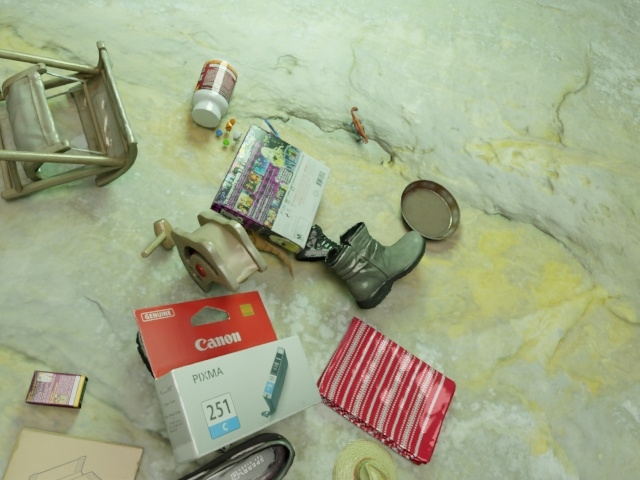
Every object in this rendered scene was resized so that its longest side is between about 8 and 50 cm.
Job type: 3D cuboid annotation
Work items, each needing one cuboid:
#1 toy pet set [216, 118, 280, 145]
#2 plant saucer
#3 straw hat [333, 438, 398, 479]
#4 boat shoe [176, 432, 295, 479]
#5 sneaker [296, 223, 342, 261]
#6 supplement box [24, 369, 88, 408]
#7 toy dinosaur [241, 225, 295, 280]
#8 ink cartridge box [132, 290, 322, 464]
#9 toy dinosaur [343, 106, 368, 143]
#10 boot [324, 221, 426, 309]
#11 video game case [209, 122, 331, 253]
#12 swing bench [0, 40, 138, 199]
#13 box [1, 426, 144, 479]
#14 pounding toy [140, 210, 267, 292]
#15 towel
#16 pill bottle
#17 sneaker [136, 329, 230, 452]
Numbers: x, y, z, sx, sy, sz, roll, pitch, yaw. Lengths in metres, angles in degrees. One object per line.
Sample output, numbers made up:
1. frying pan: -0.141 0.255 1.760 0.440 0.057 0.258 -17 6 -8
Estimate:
1. toy pet set: -0.162 -0.238 1.177 0.114 0.065 0.122 -37 77 7
2. plant saucer: 0.273 -0.075 1.250 0.168 0.029 0.168 7 66 -15
3. straw hat: 0.100 0.452 0.941 0.144 0.061 0.144 7 66 -15
4. boat shoe: -0.187 0.427 0.807 0.335 0.095 0.112 -29 78 -26
5. sneaker: -0.001 0.001 1.114 0.170 0.051 0.089 0 71 -14
6. supplement box: -0.454 0.259 0.856 0.083 0.043 0.055 11 64 -14
7. toy dinosaur: -0.125 -0.002 1.080 0.211 0.064 0.112 25 75 5
8. ink cartridge box: -0.156 0.213 0.888 0.296 0.066 0.261 -4 66 -51
9. toy dinosaur: 0.100 -0.300 1.270 0.047 0.090 0.082 -29 123 -17
10. boot: 0.128 0.019 1.095 0.246 0.083 0.161 -45 113 -27
11. video game case: -0.099 -0.115 1.072 0.210 0.042 0.232 28 57 -16
12. swing bench: -0.526 -0.244 0.993 0.255 0.165 0.253 -13 71 -28
13. box: -0.416 0.411 0.814 0.201 0.021 0.164 15 63 -12
14. pounding toy: -0.235 0.048 0.948 0.155 0.269 0.154 -37 122 -28
15. towel: 0.142 0.310 1.036 0.275 0.031 0.199 34 60 -1
16. pill bottle: -0.252 -0.346 1.166 0.086 0.086 0.152 15 63 -11
17. sneaker: -0.228 0.253 0.904 0.110 0.107 0.275 -25 78 -38
